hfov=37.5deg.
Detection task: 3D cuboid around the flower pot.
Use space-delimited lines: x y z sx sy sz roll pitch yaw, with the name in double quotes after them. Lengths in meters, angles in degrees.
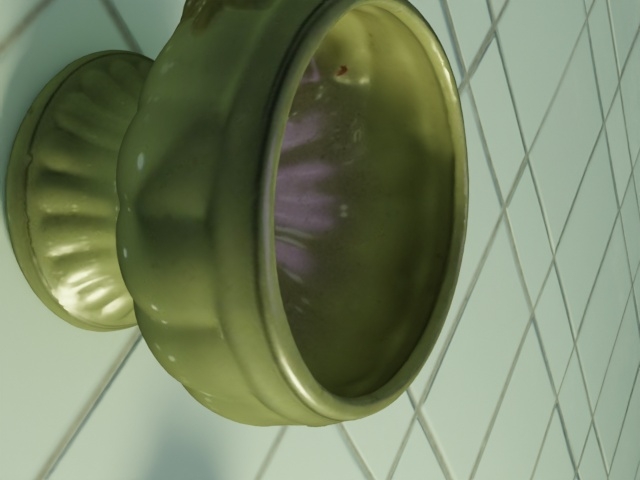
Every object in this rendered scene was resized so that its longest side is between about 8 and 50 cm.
-0.060 -0.033 0.656 0.307 0.244 0.307 -11 103 -59 "flower pot"
